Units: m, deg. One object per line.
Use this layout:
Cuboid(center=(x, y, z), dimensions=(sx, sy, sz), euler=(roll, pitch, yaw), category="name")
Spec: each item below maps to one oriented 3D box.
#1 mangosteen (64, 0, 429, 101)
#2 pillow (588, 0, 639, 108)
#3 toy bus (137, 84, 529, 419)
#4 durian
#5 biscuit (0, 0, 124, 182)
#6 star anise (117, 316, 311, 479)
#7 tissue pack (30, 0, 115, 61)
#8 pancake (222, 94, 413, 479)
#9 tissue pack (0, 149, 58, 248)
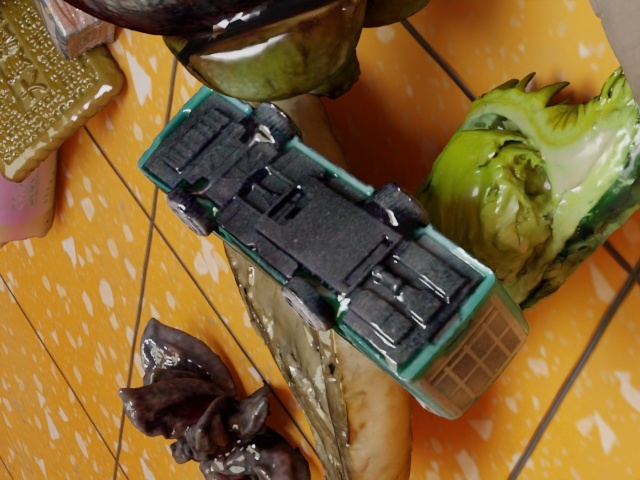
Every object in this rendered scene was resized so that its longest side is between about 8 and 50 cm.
Cuboid(center=(-0.062, -0.232, 0.799), dimensions=(0.300, 0.300, 0.300), euler=(39, 141, 42), category="mangosteen")
Cuboid(center=(0.234, -0.108, 0.599), dimensions=(0.270, 0.067, 0.173), euler=(-32, 82, 55), category="pillow")
Cuboid(center=(0.000, 0.000, 0.801), dimensions=(0.262, 0.091, 0.109), euler=(38, 174, 42), category="toy bus")
Cuboid(center=(0.115, -0.022, 0.838), dimensions=(0.107, 0.132, 0.375), euler=(33, 144, -2), category="durian")
Cuboid(center=(-0.320, -0.204, 1.422), dimensions=(0.172, 0.029, 0.254), euler=(-39, 71, 16), category="biscuit")
Cuboid(center=(-0.108, 0.187, 1.366), dimensions=(0.283, 0.129, 0.212), euler=(42, 159, 45), category="star anise")
Cuboid(center=(-0.253, -0.255, 1.310), dimensions=(0.155, 0.065, 0.115), euler=(61, 169, -1), category="tissue pack")
Cuboid(center=(-0.011, 0.030, 1.069), dimensions=(0.387, 0.082, 0.386), euler=(165, 90, -77), category="pancake")
Cuboid(center=(-0.382, -0.138, 1.593), dimensions=(0.215, 0.123, 0.256), euler=(55, 157, 18), category="tissue pack")
